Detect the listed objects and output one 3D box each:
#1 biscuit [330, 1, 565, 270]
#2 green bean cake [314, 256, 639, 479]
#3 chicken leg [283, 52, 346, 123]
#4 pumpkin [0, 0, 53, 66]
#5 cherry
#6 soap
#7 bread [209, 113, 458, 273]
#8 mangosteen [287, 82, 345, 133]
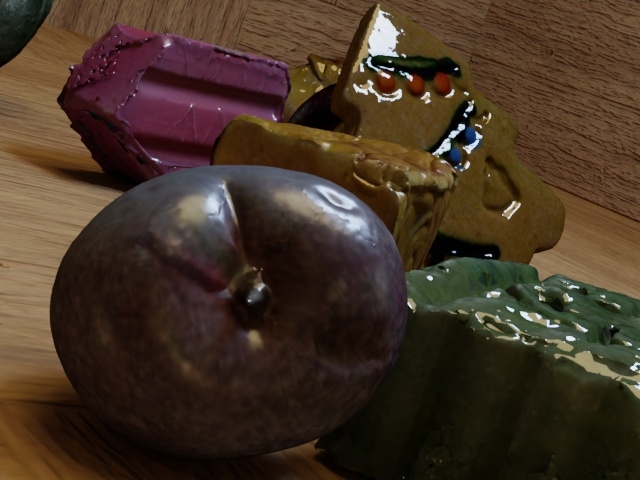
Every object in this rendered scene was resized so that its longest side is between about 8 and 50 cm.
[{"bbox_3d":[0.097,-0.069,1.176,0.278,0.301,0.043,-24,3,-38],"label":"biscuit"},{"bbox_3d":[0.151,0.096,0.750,0.255,0.132,0.241,23,14,23],"label":"green bean cake"},{"bbox_3d":[0.110,-0.080,1.640,0.409,0.182,0.295,31,-2,37],"label":"chicken leg"},{"bbox_3d":[-0.467,-0.313,1.468,0.328,0.257,0.291,21,19,-33],"label":"pumpkin"},{"bbox_3d":[-0.049,0.035,0.641,0.176,0.140,0.176,-11,-2,0],"label":"cherry"},{"bbox_3d":[-0.143,-0.128,1.326,0.099,0.162,0.250,25,10,32],"label":"soap"},{"bbox_3d":[0.000,0.000,0.910,0.143,0.158,0.149,24,15,21],"label":"bread"},{"bbox_3d":[0.040,-0.061,1.268,0.194,0.194,0.230,21,25,13],"label":"mangosteen"}]
